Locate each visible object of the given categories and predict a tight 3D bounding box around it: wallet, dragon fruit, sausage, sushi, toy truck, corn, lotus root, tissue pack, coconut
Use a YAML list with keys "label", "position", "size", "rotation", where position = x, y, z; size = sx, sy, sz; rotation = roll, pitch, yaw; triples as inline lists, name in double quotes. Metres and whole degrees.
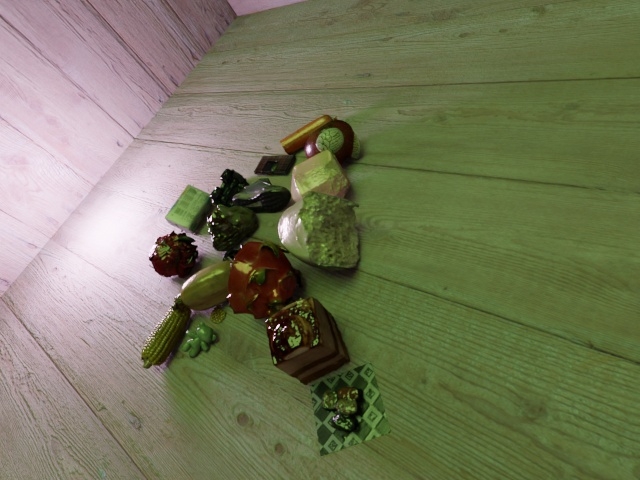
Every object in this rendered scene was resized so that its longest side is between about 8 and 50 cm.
- label: "wallet"
  position: [-0.240, -0.395, 2.120]
  size: [0.230, 0.042, 0.124]
  rotation: [8, 59, 34]
- label: "dragon fruit"
  position: [-0.185, 0.156, 1.519]
  size: [0.226, 0.305, 0.305]
  rotation: [10, 62, 22]
- label: "sausage"
  position: [-0.053, -0.552, 2.084]
  size: [0.312, 0.093, 0.093]
  rotation: [-28, 47, 11]
- label: "sushi"
  position: [0.071, 0.504, 1.240]
  size: [0.231, 0.047, 0.219]
  rotation: [-26, 47, 14]
- label: "toy truck"
  position: [-0.486, -0.256, 2.121]
  size: [0.165, 0.147, 0.224]
  rotation: [-5, 54, 59]
- label: "corn"
  position: [-0.659, 0.399, 1.742]
  size: [0.119, 0.119, 0.322]
  rotation: [3, 55, 34]
- label: "dragon fruit"
  position: [-0.717, 0.096, 1.970]
  size: [0.234, 0.234, 0.293]
  rotation: [51, 122, 45]
- label: "lotus root"
  position: [-0.478, 0.201, 1.727]
  size: [0.343, 0.169, 0.151]
  rotation: [-27, 47, 5]
- label: "tissue pack"
  position: [-0.692, -0.156, 2.183]
  size: [0.159, 0.145, 0.229]
  rotation: [24, 70, 7]
- label: "coconut"
  position: [-0.011, -0.238, 1.726]
  size: [0.245, 0.233, 0.233]
  rotation: [-30, 46, 10]

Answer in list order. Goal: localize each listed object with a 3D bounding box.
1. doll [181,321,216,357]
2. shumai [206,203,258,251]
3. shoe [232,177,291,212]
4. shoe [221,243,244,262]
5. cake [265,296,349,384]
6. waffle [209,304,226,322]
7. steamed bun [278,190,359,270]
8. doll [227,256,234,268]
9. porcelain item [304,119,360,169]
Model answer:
- label: "doll"
  position: [-0.497, 0.407, 1.661]
  size: [0.150, 0.077, 0.115]
  rotation: [-44, 90, 4]
- label: "shumai"
  position: [-0.442, -0.084, 1.902]
  size: [0.256, 0.218, 0.189]
  rotation: [-44, 54, -3]
- label: "shoe"
  position: [-0.262, -0.233, 1.968]
  size: [0.336, 0.132, 0.171]
  rotation: [-4, 46, 34]
- label: "shoe"
  position: [-0.386, 0.084, 1.805]
  size: [0.227, 0.112, 0.099]
  rotation: [-23, 49, 14]
- label: "cake"
  position: [-0.061, 0.310, 1.302]
  size: [0.196, 0.293, 0.198]
  rotation: [-28, 51, 12]
- label: "waffle"
  position: [-0.436, 0.315, 1.730]
  size: [0.085, 0.016, 0.078]
  rotation: [19, 73, 42]
- label: "steamed bun"
  position: [0.000, 0.000, 1.511]
  size: [0.273, 0.290, 0.272]
  rotation: [-28, 50, 37]
- label: "doll"
  position: [-0.284, 0.083, 1.686]
  size: [0.105, 0.115, 0.221]
  rotation: [-26, 1, 37]
- label: "porcelain item"
  position: [0.060, -0.412, 1.856]
  size: [0.253, 0.253, 0.253]
  rotation: [-17, 50, 21]
